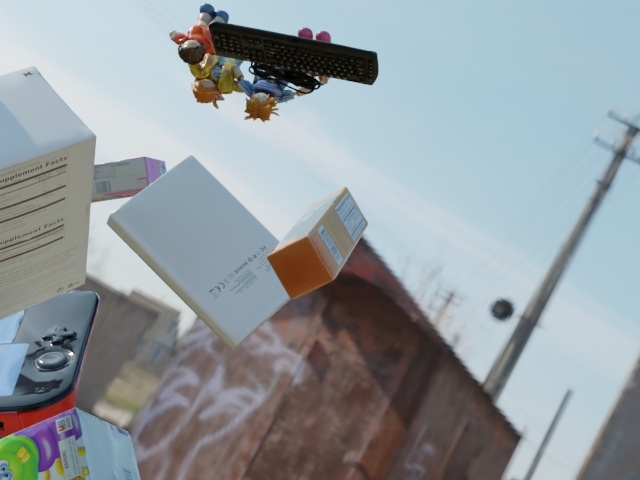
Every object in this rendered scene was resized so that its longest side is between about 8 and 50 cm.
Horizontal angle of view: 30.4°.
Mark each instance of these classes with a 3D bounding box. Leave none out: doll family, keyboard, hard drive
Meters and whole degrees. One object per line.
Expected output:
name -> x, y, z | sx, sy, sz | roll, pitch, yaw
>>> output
doll family -> -0.105, -0.250, 1.779 | 0.263, 0.163, 0.118 | 12, -50, 5
keyboard -> -0.030, -0.194, 1.316 | 0.192, 0.038, 0.100 | 13, -16, 9
hard drive -> -0.187, 0.016, 2.026 | 0.307, 0.203, 0.040 | 44, -32, 7

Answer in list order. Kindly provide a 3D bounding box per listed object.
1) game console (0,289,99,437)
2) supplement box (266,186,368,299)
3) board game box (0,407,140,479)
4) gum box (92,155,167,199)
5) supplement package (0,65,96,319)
game console -> -0.523, 0.167, 1.671 | 0.387, 0.060, 0.342 | -3, 29, -1
supplement box -> 0.000, 0.000, 1.707 | 0.080, 0.078, 0.233 | 60, 22, -8
board game box -> -0.361, 0.325, 1.386 | 0.142, 0.275, 0.144 | 49, 20, -61
gum box -> -0.392, -0.110, 2.201 | 0.188, 0.062, 0.107 | -8, -2, 12
supplement package -> -0.350, -0.049, 1.327 | 0.139, 0.134, 0.244 | 46, -38, 27
